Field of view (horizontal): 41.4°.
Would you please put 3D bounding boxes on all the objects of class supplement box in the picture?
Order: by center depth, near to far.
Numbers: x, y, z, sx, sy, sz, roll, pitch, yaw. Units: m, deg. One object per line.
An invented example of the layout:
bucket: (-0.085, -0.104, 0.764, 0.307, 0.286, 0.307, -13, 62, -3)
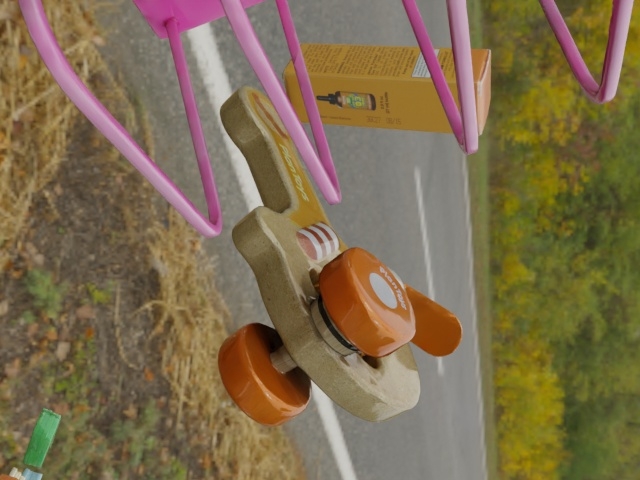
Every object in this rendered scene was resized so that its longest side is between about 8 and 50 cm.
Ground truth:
supplement box: (0.078, -0.180, 0.991, 0.078, 0.233, 0.080, 80, 22, -44)

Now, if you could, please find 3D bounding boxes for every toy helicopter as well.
toy helicopter: (0.000, 0.000, 0.769, 0.235, 0.140, 0.355, 21, 38, -50)

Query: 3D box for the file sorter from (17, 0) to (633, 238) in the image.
file sorter: (0.034, -0.143, 0.374, 0.202, 0.290, 0.182, 58, 15, -64)

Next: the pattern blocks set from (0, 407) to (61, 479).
pattern blocks set: (-0.279, 0.291, 0.666, 0.285, 0.026, 0.325, 121, -11, -44)
